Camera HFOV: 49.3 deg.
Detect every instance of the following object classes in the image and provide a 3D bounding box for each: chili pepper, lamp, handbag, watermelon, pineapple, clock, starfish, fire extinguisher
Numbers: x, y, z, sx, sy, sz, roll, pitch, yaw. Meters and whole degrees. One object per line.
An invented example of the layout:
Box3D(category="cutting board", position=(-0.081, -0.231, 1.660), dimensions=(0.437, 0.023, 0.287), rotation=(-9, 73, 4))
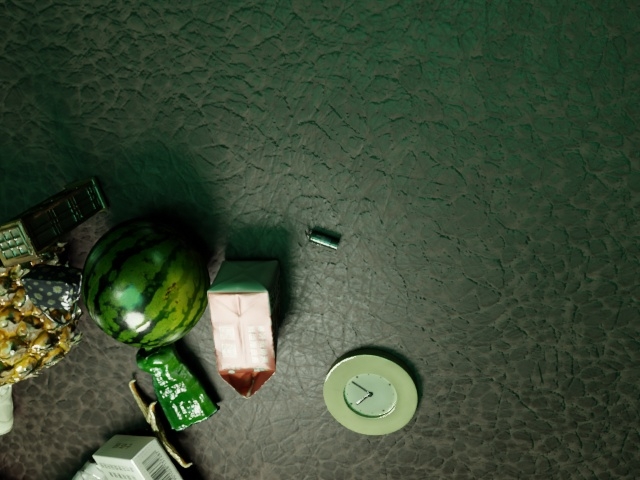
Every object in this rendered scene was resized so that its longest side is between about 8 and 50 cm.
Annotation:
Box3D(category="chili pepper", position=(-0.375, 0.346, 1.750), dimensions=(0.136, 0.099, 0.270), rotation=(-15, 111, 27))
Box3D(category="lamp", position=(-0.579, -0.049, 1.513), dimensions=(0.090, 0.325, 0.089), rotation=(-15, 107, 16))
Box3D(category="handbag", position=(-0.565, 0.122, 1.490), dimensions=(0.115, 0.072, 0.139), rotation=(5, 121, 6))
Box3D(category="watermelon", position=(-0.388, 0.096, 1.555), dimensions=(0.285, 0.285, 0.285), rotation=(3, 111, 9))
Box3D(category="pineapple", position=(-0.725, 0.163, 1.617), dimensions=(0.353, 0.352, 0.300), rotation=(-10, 108, 13))
Box3D(category="clock", position=(0.123, 0.375, 1.713), dimensions=(0.235, 0.029, 0.234), rotation=(4, 113, 9))
Box3D(category="starfish", position=(-0.426, 0.475, 1.801), dimensions=(0.050, 0.138, 0.247), rotation=(-36, 112, -26))
Box3D(category="fire extinguisher", position=(0.000, 0.000, 1.592), dimensions=(0.083, 0.025, 0.038), rotation=(20, 136, 2))
Box3D(category="handbag", position=(-0.160, 0.204, 1.626), dimensions=(0.151, 0.171, 0.298), rotation=(-2, 114, 7))

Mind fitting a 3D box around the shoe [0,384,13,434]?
Box3D(category="shoe", position=(-0.859, 0.351, 1.819), dimensions=(0.211, 0.132, 0.341), rotation=(-15, 104, 18))

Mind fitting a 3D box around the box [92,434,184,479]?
Box3D(category="box", position=(-0.436, 0.671, 1.843), dimensions=(0.210, 0.095, 0.330), rotation=(-13, 112, 44))

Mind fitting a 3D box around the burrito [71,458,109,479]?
Box3D(category="burrito", position=(-0.721, 0.782, 1.855), dimensions=(0.101, 0.139, 0.445), rotation=(39, 73, -7))
